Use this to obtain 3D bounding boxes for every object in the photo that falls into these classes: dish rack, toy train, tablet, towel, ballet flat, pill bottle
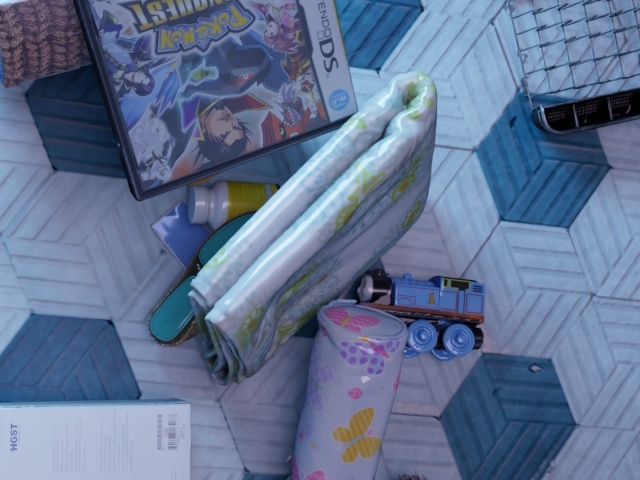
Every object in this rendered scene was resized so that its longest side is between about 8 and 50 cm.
[{"bbox_3d":[0.349,-0.283,2.074,0.208,0.074,0.271,-13,92,-17],"label":"dish rack"},{"bbox_3d":[0.122,0.094,1.996,0.184,0.080,0.105,7,77,-14],"label":"toy train"},{"bbox_3d":[-0.164,-0.002,1.947,0.054,0.006,0.083,-41,100,-14],"label":"tablet"},{"bbox_3d":[0.000,0.000,1.836,0.090,0.320,0.374,42,77,11],"label":"towel"},{"bbox_3d":[-0.130,0.045,1.914,0.206,0.067,0.073,-44,78,2],"label":"ballet flat"},{"bbox_3d":[-0.102,-0.041,1.936,0.116,0.065,0.065,3,88,-17],"label":"pill bottle"}]

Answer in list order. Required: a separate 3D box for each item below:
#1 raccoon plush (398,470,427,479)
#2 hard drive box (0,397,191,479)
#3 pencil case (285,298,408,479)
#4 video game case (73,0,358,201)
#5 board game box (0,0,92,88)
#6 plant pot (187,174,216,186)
[{"bbox_3d":[0.092,0.446,1.809,0.216,0.446,0.299,32,93,0],"label":"raccoon plush"},{"bbox_3d":[-0.274,0.280,1.863,0.232,0.089,0.181,1,88,-17],"label":"hard drive box"},{"bbox_3d":[0.026,0.212,1.900,0.113,0.124,0.273,6,108,-22],"label":"pencil case"},{"bbox_3d":[-0.106,-0.199,1.705,0.275,0.035,0.248,-21,120,-14],"label":"video game case"},{"bbox_3d":[-0.289,-0.348,1.765,0.232,0.141,0.291,-17,61,-17],"label":"board game box"},{"bbox_3d":[-0.140,-0.200,1.873,0.205,0.205,0.188,-38,84,-14],"label":"plant pot"}]
